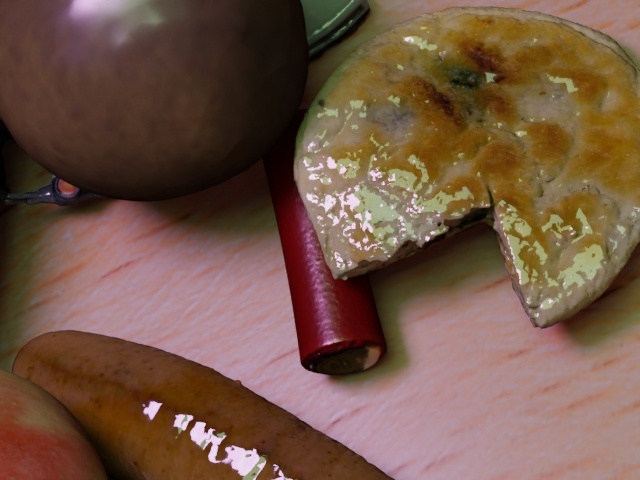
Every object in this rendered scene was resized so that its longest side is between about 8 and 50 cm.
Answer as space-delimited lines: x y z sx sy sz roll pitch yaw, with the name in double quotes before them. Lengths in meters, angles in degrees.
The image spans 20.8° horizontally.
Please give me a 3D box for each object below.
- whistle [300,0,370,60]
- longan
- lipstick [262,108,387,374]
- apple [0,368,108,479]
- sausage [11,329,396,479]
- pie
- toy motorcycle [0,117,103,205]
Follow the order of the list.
"whistle" -0.082 -0.315 1.660 0.163 0.163 0.290 -38 63 1
"longan" -0.151 -0.174 1.524 0.297 0.297 0.297 -6 68 15
"lipstick" 0.000 0.000 1.554 0.080 0.080 0.241 -16 66 11
"apple" -0.312 0.258 1.409 0.277 0.319 0.319 -5 62 -24
"sausage" -0.068 0.197 1.478 0.501 0.123 0.136 29 108 25
"pie" 0.144 -0.080 1.514 0.337 0.075 0.337 -1 64 2
"toy motorcycle" -0.314 -0.069 1.679 0.263 0.091 0.157 -29 72 7
